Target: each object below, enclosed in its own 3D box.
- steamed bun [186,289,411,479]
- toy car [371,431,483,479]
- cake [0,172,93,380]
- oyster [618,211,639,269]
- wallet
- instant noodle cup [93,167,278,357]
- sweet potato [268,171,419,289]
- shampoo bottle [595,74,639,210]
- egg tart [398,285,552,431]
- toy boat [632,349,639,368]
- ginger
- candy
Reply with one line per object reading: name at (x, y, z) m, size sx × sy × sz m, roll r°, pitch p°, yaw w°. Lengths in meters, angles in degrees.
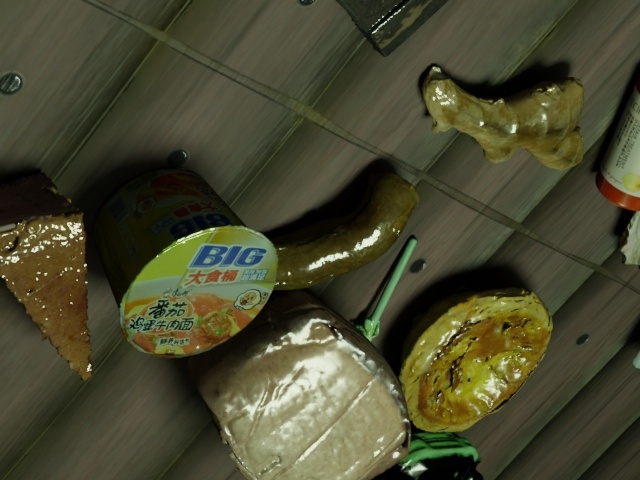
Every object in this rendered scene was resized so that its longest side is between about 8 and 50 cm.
steamed bun at (-0.034, 0.213, 1.840) m, size 0.251 × 0.199 × 0.301 m, roll -38°, pitch 119°, yaw -7°
toy car at (0.106, 0.447, 2.207) m, size 0.213 × 0.176 × 0.359 m, roll 3°, pitch 123°, yaw -39°
cake at (-0.309, 0.041, 1.529) m, size 0.113 × 0.116 × 0.295 m, roll -25°, pitch 139°, yaw -13°
oyster at (0.553, -0.053, 2.098) m, size 0.223 × 0.083 × 0.214 m, roll -35°, pitch 138°, yaw 7°
wallet at (0.155, -0.359, 1.527) m, size 0.321 × 0.044 × 0.170 m, roll -41°, pitch 139°, yaw 5°
instant noodle cup at (-0.174, 0.019, 1.580) m, size 0.205 × 0.153 × 0.205 m, roll -22°, pitch 139°, yaw -20°
sweet potato at (-0.001, -0.002, 1.754) m, size 0.286 × 0.085 × 0.112 m, roll -21°, pitch 106°, yaw -2°
shampoo bottle at (0.488, -0.179, 1.905) m, size 0.104 × 0.104 × 0.278 m, roll -9°, pitch 134°, yaw -30°
egg tart at (0.227, 0.166, 2.052) m, size 0.290 × 0.115 × 0.290 m, roll -22°, pitch 139°, yaw -21°
toy boat at (0.670, 0.166, 2.388) m, size 0.290 × 0.100 × 0.199 m, roll 0°, pitch 128°, yaw -37°
ginger at (0.262, -0.163, 1.782) m, size 0.333 × 0.081 × 0.148 m, roll 4°, pitch 142°, yaw -38°
candy at (0.074, 0.128, 1.940) m, size 0.305 × 0.083 × 0.091 m, roll -66°, pitch 175°, yaw 22°
